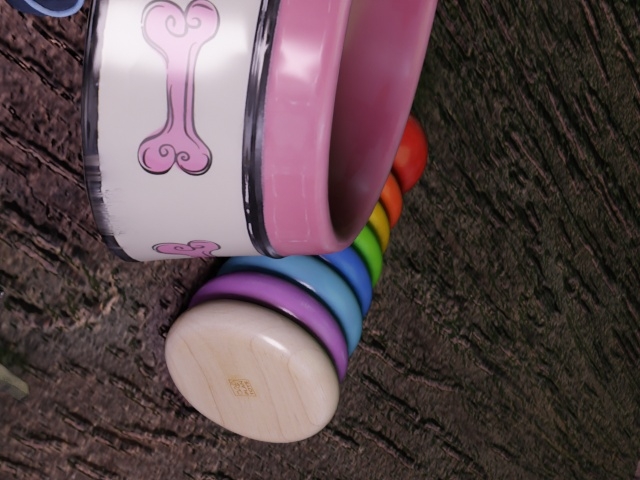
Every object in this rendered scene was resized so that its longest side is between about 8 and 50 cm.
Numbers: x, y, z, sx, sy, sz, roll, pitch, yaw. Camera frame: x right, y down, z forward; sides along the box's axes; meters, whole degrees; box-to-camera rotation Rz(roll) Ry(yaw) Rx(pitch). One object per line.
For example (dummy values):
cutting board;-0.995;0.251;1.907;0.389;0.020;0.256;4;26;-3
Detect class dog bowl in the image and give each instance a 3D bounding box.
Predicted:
dog bowl;-0.018;-0.169;1.322;0.408;0.150;0.408;13;90;-80

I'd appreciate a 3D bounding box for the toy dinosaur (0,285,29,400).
toy dinosaur;-0.252;0.076;1.183;0.268;0.064;0.118;-22;135;-60

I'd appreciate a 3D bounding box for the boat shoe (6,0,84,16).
boat shoe;-0.161;-0.176;1.201;0.258;0.109;0.089;-6;110;-60

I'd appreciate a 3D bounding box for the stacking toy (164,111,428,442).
stacking toy;0.000;0.000;1.585;0.141;0.141;0.330;76;30;-42
